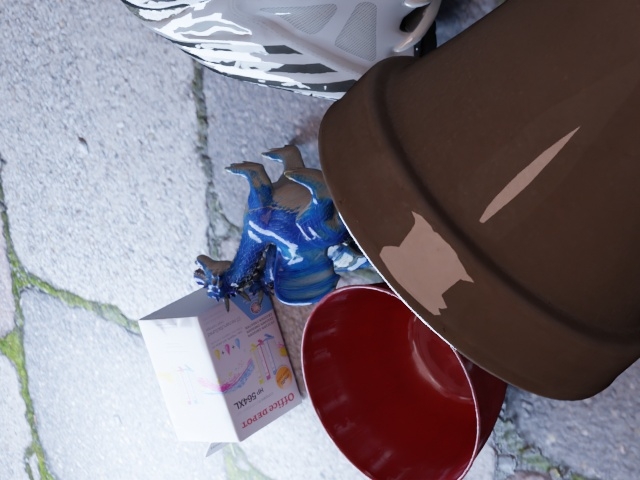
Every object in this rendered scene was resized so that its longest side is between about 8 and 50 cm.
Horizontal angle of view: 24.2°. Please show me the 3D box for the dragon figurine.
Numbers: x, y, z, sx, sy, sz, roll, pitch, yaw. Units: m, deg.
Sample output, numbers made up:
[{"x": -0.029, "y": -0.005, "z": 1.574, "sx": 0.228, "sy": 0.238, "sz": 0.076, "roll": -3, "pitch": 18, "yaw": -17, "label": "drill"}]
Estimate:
[{"x": 0.000, "y": 0.000, "z": 1.242, "sx": 0.289, "sy": 0.085, "sz": 0.144, "roll": 4, "pitch": 112, "yaw": 44, "label": "dragon figurine"}]

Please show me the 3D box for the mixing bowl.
[{"x": 0.082, "y": 0.103, "z": 1.201, "sx": 0.181, "sy": 0.098, "sz": 0.181, "roll": 21, "pitch": 124, "yaw": 36, "label": "mixing bowl"}]

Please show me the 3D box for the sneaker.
[{"x": 0.068, "y": -0.247, "z": 1.029, "sx": 0.447, "sy": 0.257, "sz": 0.169, "roll": -22, "pitch": 58, "yaw": 22, "label": "sneaker"}]

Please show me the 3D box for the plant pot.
[{"x": 0.167, "y": -0.069, "z": 0.956, "sx": 0.263, "sy": 0.263, "sz": 0.229, "roll": 50, "pitch": 118, "yaw": 15, "label": "plant pot"}]

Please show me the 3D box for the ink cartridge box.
[{"x": -0.089, "y": 0.121, "z": 1.385, "sx": 0.090, "sy": 0.092, "sz": 0.143, "roll": -7, "pitch": 105, "yaw": 46, "label": "ink cartridge box"}]
